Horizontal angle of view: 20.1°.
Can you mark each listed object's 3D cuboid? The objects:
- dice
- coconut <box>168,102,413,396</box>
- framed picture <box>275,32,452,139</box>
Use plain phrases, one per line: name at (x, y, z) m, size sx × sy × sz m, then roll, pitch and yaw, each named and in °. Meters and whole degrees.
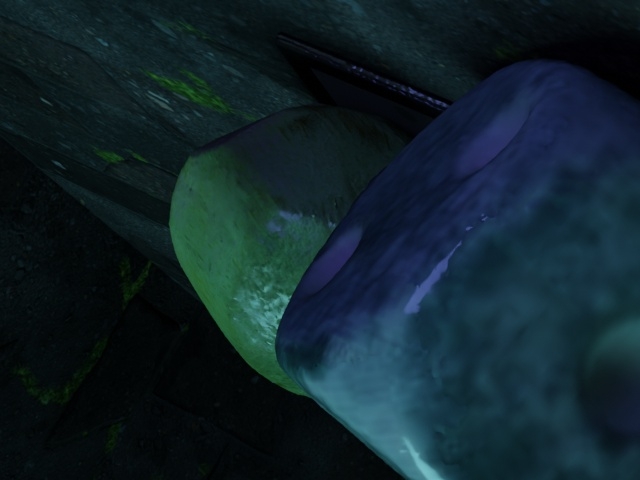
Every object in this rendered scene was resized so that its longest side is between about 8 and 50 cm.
dice at (0.184, 0.075, 1.446) m, size 0.328 × 0.330 × 0.348 m, roll 42°, pitch 177°, yaw -13°
coconut at (0.000, 0.000, 1.819) m, size 0.329 × 0.281 × 0.328 m, roll 18°, pitch -156°, yaw -8°
framed picture at (0.134, -0.089, 1.814) m, size 0.347 × 0.016 × 0.265 m, roll 26°, pitch 169°, yaw 28°
